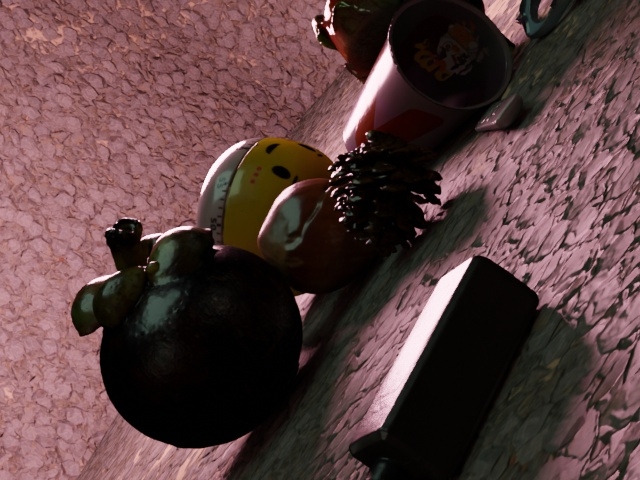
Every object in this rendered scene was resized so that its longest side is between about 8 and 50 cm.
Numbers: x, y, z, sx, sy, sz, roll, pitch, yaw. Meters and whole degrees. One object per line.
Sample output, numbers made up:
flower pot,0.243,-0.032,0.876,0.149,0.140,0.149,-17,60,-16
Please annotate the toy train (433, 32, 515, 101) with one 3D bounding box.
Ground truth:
toy train,0.224,-0.253,2.303,0.085,0.053,0.249,-60,11,-31

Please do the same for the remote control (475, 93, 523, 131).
remote control,0.243,-0.168,1.952,0.050,0.027,0.184,-52,4,0

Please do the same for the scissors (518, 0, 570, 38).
scissors,0.367,-0.384,1.994,0.360,0.029,0.191,-173,96,-73

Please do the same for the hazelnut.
hazelnut,0.000,0.000,2.104,0.182,0.182,0.182,-52,8,11

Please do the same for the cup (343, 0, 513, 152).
cup,0.143,-0.218,2.209,0.203,0.203,0.288,-58,3,-31

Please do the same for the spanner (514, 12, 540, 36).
spanner,0.326,-0.346,2.255,0.046,0.012,0.208,-50,9,16

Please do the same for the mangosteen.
mangosteen,-0.184,0.141,2.045,0.330,0.330,0.330,-52,8,11

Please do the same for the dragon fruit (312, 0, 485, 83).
dragon fruit,0.125,-0.354,2.253,0.268,0.130,0.295,-19,-27,-1

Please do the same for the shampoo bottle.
shampoo bottle,0.105,0.131,1.281,0.246,0.079,0.080,-58,8,-30

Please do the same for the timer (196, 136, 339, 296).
timer,-0.033,-0.029,2.312,0.285,0.285,0.285,-52,8,11

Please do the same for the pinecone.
pinecone,0.087,-0.064,1.954,0.173,0.173,0.173,-52,8,11
